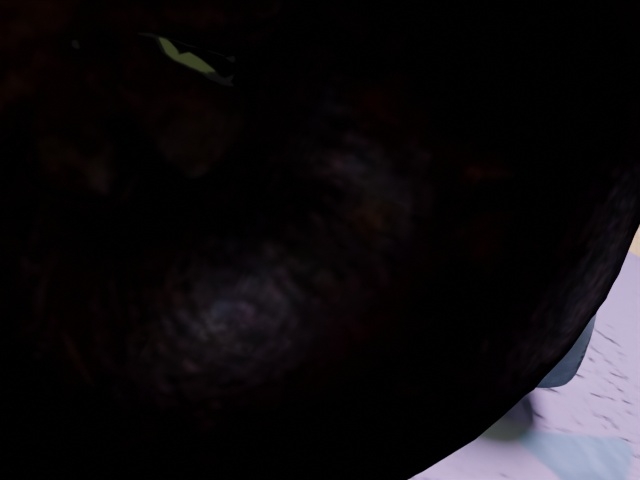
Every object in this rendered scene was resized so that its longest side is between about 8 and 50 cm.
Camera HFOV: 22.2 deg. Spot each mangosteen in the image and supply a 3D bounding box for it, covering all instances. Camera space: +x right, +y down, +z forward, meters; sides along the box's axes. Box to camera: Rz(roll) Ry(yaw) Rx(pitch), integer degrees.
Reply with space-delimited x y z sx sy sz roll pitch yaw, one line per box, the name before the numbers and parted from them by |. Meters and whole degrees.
mangosteen | -0.032 -0.063 0.457 0.287 0.233 0.288 20 36 -15

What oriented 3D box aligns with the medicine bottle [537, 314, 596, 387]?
medicine bottle | 0.000 0.000 0.619 0.208 0.054 0.090 16 24 -4
